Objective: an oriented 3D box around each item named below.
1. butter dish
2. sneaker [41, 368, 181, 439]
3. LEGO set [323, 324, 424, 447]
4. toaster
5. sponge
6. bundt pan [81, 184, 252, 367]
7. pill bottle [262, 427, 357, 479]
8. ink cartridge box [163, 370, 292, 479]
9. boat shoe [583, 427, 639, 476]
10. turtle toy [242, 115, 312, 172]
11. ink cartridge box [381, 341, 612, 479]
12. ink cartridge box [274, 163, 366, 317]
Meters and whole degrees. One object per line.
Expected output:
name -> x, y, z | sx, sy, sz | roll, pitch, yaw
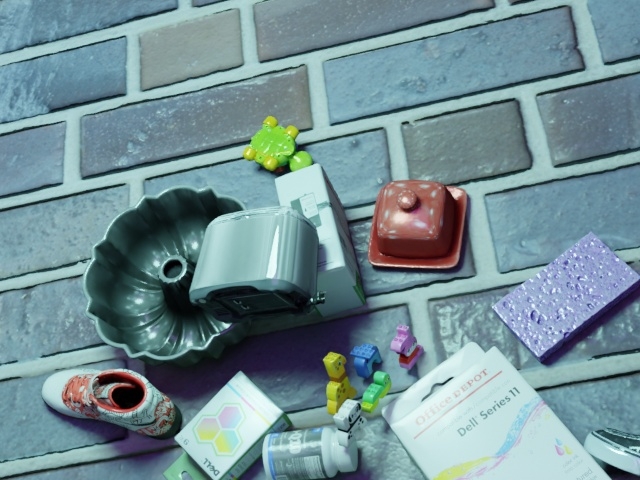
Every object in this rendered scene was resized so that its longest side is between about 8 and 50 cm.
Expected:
butter dish -> 0.154, -0.044, 1.874 | 0.160, 0.118, 0.160 | 2, 62, 18
sneaker -> -0.370, 0.248, 1.853 | 0.270, 0.145, 0.090 | 13, 67, 22
LEGO set -> 0.060, 0.203, 1.746 | 0.087, 0.093, 0.227 | 9, 42, 37
toaster -> -0.091, 0.037, 1.734 | 0.227, 0.129, 0.146 | -9, 62, 30
sponge -> 0.392, 0.088, 1.783 | 0.210, 0.031, 0.117 | -37, 59, -5
bundt pan -> -0.233, 0.073, 1.921 | 0.331, 0.124, 0.331 | -7, 62, 13
pill bottle -> -0.015, 0.332, 1.743 | 0.137, 0.078, 0.078 | -9, 60, 12
ink cartridge box -> -0.158, 0.325, 1.798 | 0.209, 0.062, 0.109 | -45, 60, -9
boat shoe -> 0.520, 0.293, 1.560 | 0.301, 0.108, 0.102 | 11, 89, 34
turtle toy -> -0.073, -0.160, 2.033 | 0.130, 0.066, 0.095 | 27, 74, 26
ink cartridge box -> 0.250, 0.308, 1.654 | 0.207, 0.119, 0.353 | -37, 58, -4
ink cartridge box -> 0.000, 0.000, 1.876 | 0.087, 0.153, 0.208 | -18, 58, 8
